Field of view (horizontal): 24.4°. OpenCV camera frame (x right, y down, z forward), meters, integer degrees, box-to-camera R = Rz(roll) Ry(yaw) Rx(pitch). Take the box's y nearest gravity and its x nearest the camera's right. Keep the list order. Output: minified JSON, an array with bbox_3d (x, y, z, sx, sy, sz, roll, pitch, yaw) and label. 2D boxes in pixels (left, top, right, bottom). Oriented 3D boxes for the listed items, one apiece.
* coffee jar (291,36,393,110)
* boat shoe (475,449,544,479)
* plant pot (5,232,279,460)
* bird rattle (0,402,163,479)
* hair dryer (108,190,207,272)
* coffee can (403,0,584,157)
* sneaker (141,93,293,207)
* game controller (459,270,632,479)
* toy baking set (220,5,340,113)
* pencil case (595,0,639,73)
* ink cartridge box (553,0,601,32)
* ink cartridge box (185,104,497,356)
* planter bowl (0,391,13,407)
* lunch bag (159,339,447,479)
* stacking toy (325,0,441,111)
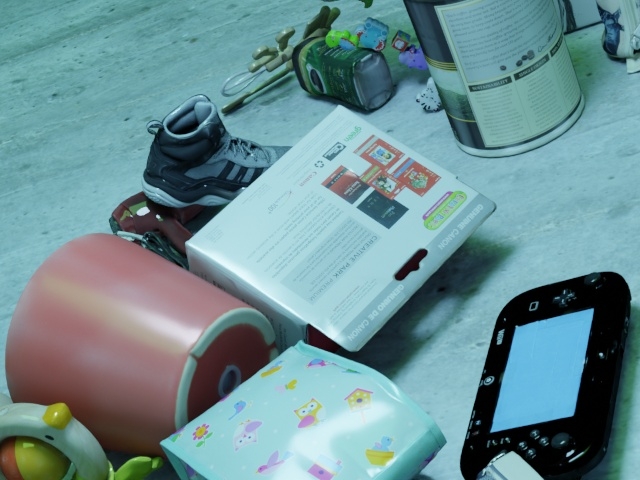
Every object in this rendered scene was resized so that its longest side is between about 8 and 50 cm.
[{"bbox_3d":[0.032,-0.274,2.407,0.079,0.096,0.184,-35,33,-24],"label":"coffee jar"},{"bbox_3d":[0.211,0.336,1.368,0.158,0.127,0.340,-40,28,-7],"label":"boat shoe"},{"bbox_3d":[-0.201,0.145,1.804,0.243,0.275,0.275,14,48,33],"label":"plant pot"},{"bbox_3d":[-0.318,0.268,1.723,0.253,0.207,0.143,-7,33,33],"label":"bird rattle"},{"bbox_3d":[-0.220,-0.004,2.225,0.223,0.080,0.293,10,47,18],"label":"hair dryer"},{"bbox_3d":[0.243,-0.286,2.108,0.201,0.275,0.201,-18,31,11],"label":"coffee can"},{"bbox_3d":[-0.132,-0.136,2.202,0.268,0.153,0.101,-7,41,-13],"label":"sneaker"},{"bbox_3d":[0.253,0.152,1.646,0.166,0.067,0.319,-8,34,25],"label":"game controller"},{"bbox_3d":[-0.075,-0.311,2.492,0.196,0.030,0.256,-27,-13,-41],"label":"toy baking set"},{"bbox_3d":[0.423,-0.446,2.099,0.160,0.410,0.183,-14,39,20],"label":"pencil case"},{"bbox_3d":[0.392,-0.428,2.374,0.272,0.114,0.197,-18,32,13],"label":"ink cartridge box"},{"bbox_3d":[0.031,0.014,1.905,0.272,0.130,0.309,33,60,24],"label":"ink cartridge box"},{"bbox_3d":[-0.431,0.280,1.848,0.162,0.162,0.109,-31,46,-10],"label":"planter bowl"},{"bbox_3d":[-0.010,0.244,1.603,0.223,0.160,0.262,-37,28,-21],"label":"lunch bag"},{"bbox_3d":[0.114,-0.305,2.319,0.052,0.221,0.167,-56,12,38],"label":"stacking toy"}]
